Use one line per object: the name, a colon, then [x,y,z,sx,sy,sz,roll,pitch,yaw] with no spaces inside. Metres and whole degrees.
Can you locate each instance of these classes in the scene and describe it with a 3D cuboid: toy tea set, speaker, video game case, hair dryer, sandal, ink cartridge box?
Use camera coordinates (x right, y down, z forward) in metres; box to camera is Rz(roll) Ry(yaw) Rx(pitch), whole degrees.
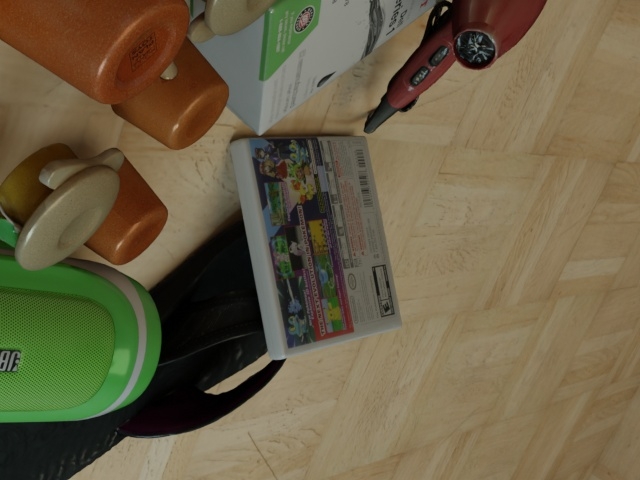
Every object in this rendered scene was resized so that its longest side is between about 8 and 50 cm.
toy tea set: [-0.153,-0.101,0.681,0.200,0.124,0.336,-37,164,-49]
speaker: [-0.253,0.063,0.722,0.296,0.131,0.131,12,109,-52]
video game case: [0.000,0.000,0.994,0.183,0.023,0.201,-8,87,-50]
hair dryer: [0.131,-0.179,0.929,0.223,0.080,0.293,-61,-176,4]
sandal: [-0.126,0.120,0.964,0.446,0.107,0.167,-34,141,-30]
ink cartridge box: [0.006,-0.211,0.820,0.219,0.092,0.160,-39,163,-23]
